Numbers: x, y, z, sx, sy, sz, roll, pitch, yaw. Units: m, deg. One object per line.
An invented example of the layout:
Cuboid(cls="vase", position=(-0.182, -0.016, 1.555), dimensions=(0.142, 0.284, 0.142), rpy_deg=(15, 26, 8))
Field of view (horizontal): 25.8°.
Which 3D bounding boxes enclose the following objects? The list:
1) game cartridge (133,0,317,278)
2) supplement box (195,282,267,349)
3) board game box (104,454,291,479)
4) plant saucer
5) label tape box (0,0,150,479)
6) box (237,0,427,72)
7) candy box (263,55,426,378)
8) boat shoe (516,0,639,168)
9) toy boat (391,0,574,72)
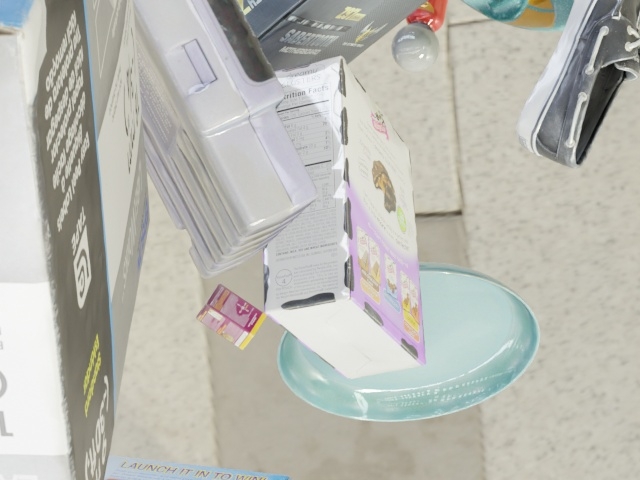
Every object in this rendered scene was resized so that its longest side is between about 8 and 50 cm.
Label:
Cuboid(cls="game cartridge", position=(-0.116, -0.155, 0.851), dimensions=(0.355, 0.068, 0.230), rpy_deg=(63, 162, 2))
Cuboid(cls="supplement box", position=(-0.127, 0.109, 1.990), dimensions=(0.083, 0.043, 0.055), rpy_deg=(35, 147, -4))
Cuboid(cls="board game box", position=(-0.221, 0.335, 1.460), dimensions=(0.308, 0.302, 0.086), rpy_deg=(4, 109, 19))
Cuboid(cls="plant saucer", position=(0.105, 0.120, 1.694), dimensions=(0.317, 0.317, 0.044), rpy_deg=(-38, 40, 34))
Cuboid(cls="label tape box", position=(-0.131, 0.011, 0.561), dimensions=(0.106, 0.241, 0.334), rpy_deg=(1, 125, -1))
Cuboid(cls="box", position=(-0.008, -0.191, 1.164), dimensions=(0.183, 0.232, 0.059), rpy_deg=(-38, 81, 20))
Cuboid(cls="candy box", position=(0.018, -0.014, 1.066), dimensions=(0.070, 0.165, 0.196), rpy_deg=(-11, 64, 19))
Cuboid(cls="boat shoe", position=(0.349, -0.231, 1.704), dimensions=(0.102, 0.108, 0.301), rpy_deg=(31, 95, 35))
Cuboid(cls="toy boat", position=(0.205, -0.326, 1.841), dimensions=(0.318, 0.267, 0.148), rpy_deg=(-22, 45, 59))
